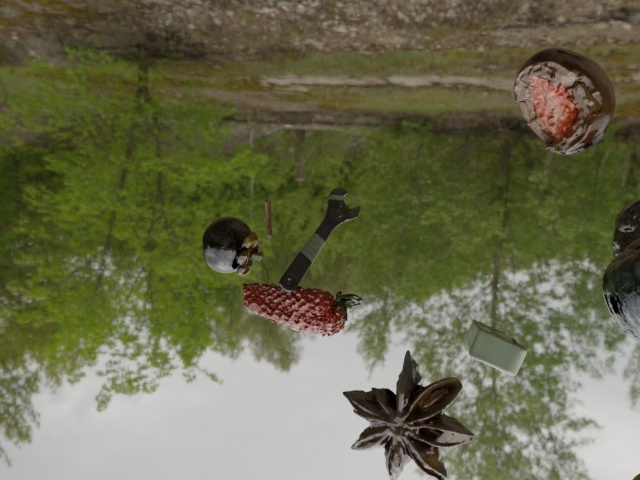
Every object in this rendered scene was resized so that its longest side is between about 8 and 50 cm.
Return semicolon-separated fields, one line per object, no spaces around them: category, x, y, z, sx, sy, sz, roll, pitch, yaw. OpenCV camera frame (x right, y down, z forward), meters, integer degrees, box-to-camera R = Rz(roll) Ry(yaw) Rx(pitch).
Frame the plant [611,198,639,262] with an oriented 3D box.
plant;0.703;0.008;1.235;0.188;0.199;0.276;0;172;33

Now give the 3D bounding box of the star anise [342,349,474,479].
star anise;0.188;0.402;1.364;0.315;0.315;0.108;9;-174;29

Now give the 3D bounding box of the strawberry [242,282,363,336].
strawberry;-0.045;0.168;1.412;0.286;0.106;0.188;6;163;-2

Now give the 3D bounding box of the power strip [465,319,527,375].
power strip;0.346;0.210;1.219;0.091;0.062;0.385;24;180;13

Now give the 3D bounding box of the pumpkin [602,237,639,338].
pumpkin;0.541;0.053;0.895;0.163;0.233;0.233;51;-156;12

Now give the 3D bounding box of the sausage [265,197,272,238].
sausage;-0.127;-0.054;1.467;0.015;0.100;0.015;-3;-172;0

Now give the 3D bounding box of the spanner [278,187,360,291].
spanner;0.000;0.000;1.381;0.087;0.316;0.024;36;147;-4

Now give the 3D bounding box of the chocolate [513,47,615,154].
chocolate;0.326;-0.197;0.809;0.124;0.133;0.127;-10;-142;26

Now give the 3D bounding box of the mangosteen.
mangosteen;-0.200;0.017;1.403;0.151;0.137;0.137;22;-167;13

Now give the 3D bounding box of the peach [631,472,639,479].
peach;0.770;0.593;1.160;0.306;0.242;0.380;16;-176;-41
